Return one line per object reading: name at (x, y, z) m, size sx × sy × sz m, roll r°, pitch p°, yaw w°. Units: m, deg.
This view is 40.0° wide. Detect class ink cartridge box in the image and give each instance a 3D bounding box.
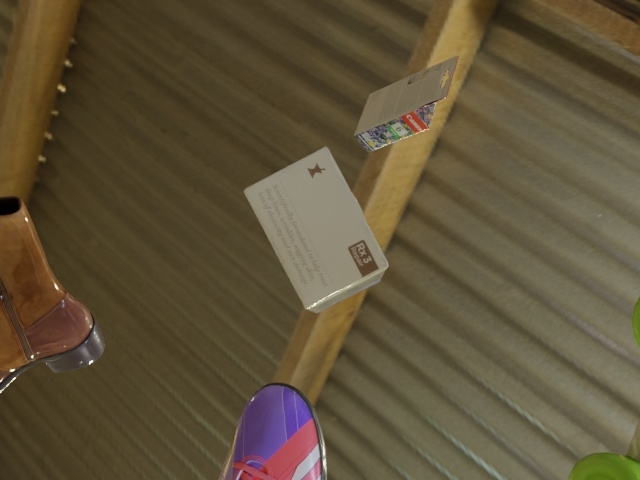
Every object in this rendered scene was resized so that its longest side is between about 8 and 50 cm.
ink cartridge box at (0.090, -0.132, 0.858) m, size 0.115 × 0.063 × 0.029 m, roll -17°, pitch -49°, yaw 41°

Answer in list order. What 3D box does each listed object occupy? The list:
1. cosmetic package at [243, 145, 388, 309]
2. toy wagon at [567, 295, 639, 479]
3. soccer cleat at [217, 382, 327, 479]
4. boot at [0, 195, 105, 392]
cosmetic package at (0.000, 0.000, 0.821) m, size 0.085 × 0.231 × 0.117 m, roll -28°, pitch -97°, yaw 1°
toy wagon at (0.305, 0.087, 0.597) m, size 0.068 × 0.267 × 0.344 m, roll 28°, pitch -77°, yaw 50°
soccer cleat at (-0.077, 0.294, 0.836) m, size 0.108 × 0.116 × 0.318 m, roll 12°, pitch -94°, yaw 29°
boot at (-0.432, 0.084, 1.069) m, size 0.264 × 0.096 × 0.280 m, roll -11°, pitch -42°, yaw 6°
